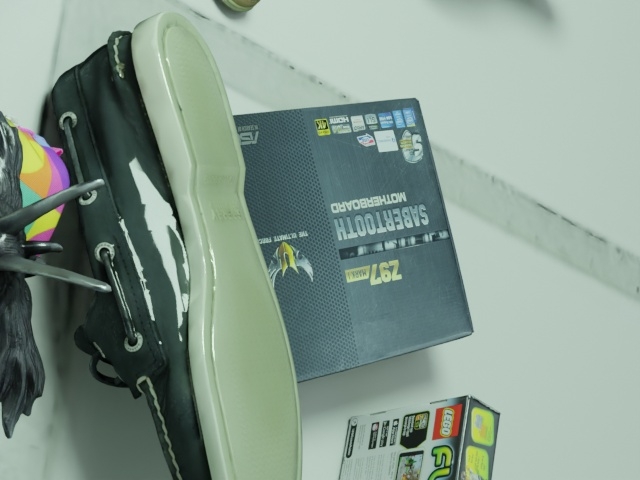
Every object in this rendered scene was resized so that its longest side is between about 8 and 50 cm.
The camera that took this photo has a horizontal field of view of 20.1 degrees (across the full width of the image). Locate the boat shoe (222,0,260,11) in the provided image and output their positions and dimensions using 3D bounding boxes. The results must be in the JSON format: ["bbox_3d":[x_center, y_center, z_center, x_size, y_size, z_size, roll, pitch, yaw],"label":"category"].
[{"bbox_3d":[-0.064,-0.229,1.270,0.050,0.045,0.135,-19,92,-48],"label":"boat shoe"}]

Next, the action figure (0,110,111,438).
[{"bbox_3d":[-0.222,0.025,0.852,0.141,0.276,0.164,-5,82,-45],"label":"action figure"}]

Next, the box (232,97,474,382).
[{"bbox_3d":[0.000,0.000,1.258,0.233,0.059,0.183,-9,86,-47],"label":"box"}]

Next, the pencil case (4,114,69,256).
[{"bbox_3d":[-0.227,-0.068,0.954,0.236,0.104,0.104,49,45,-52],"label":"pencil case"}]

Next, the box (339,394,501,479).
[{"bbox_3d":[0.054,0.211,1.212,0.036,0.114,0.207,33,57,-37],"label":"box"}]

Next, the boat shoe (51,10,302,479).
[{"bbox_3d":[-0.099,0.035,1.104,0.127,0.113,0.340,1,74,-68],"label":"boat shoe"}]
